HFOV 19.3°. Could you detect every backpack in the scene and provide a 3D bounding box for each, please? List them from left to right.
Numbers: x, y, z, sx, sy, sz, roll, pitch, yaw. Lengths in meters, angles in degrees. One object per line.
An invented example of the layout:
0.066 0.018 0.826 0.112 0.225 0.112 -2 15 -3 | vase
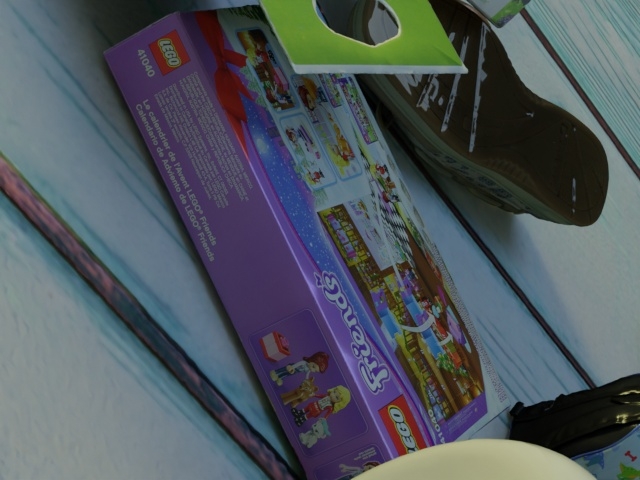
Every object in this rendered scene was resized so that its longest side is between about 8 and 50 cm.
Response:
0.190 0.146 1.272 0.084 0.114 0.105 56 26 -16 | backpack

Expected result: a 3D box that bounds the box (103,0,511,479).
0.000 0.000 1.115 0.293 0.057 0.201 64 24 2 | box

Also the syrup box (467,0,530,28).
0.078 -0.263 1.364 0.093 0.096 0.237 33 14 -45 | syrup box

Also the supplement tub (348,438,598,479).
0.103 0.279 0.836 0.331 0.241 0.241 54 27 -21 | supplement tub

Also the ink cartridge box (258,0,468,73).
-0.051 -0.179 1.083 0.189 0.097 0.255 -7 65 -56 | ink cartridge box

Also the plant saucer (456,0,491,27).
0.087 -0.154 1.400 0.083 0.083 0.013 42 53 -38 | plant saucer

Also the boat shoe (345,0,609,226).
0.102 -0.089 1.381 0.285 0.089 0.104 39 61 -38 | boat shoe
